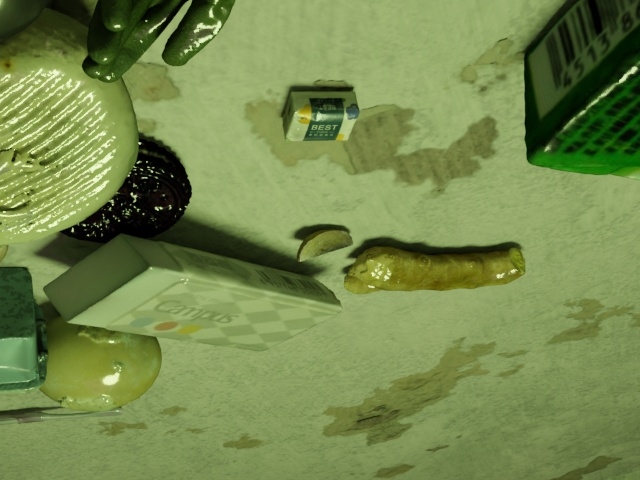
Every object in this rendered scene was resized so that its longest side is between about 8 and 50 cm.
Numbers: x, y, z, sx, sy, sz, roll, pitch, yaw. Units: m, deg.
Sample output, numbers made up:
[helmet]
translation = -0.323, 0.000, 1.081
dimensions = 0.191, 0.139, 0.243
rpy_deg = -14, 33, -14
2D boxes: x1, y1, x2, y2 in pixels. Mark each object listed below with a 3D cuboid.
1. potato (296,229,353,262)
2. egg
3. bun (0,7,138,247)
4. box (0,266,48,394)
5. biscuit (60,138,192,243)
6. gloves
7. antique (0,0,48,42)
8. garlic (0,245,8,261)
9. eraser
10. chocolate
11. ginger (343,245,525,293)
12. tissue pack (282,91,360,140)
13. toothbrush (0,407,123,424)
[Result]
[potato]
translation = -0.001, -0.001, 1.513
dimensions = 0.093, 0.036, 0.037
rpy_deg = -17, 117, -27
[egg]
translation = -0.341, 0.176, 1.558
dimensions = 0.201, 0.164, 0.164
rpy_deg = 1, 147, -12
[bun]
translation = -0.325, -0.122, 1.067
dimensions = 0.273, 0.168, 0.273
rpy_deg = -18, 142, -15
[box]
translation = -0.493, 0.128, 1.427
dimensions = 0.227, 0.162, 0.130
rpy_deg = 0, 137, -19
[biscuit]
translation = -0.258, -0.059, 1.299
dimensions = 0.194, 0.053, 0.194
rpy_deg = -10, 149, -6
[gloves]
translation = -0.131, -0.254, 0.954
dimensions = 0.135, 0.107, 0.268
rpy_deg = 36, 105, -25
[antique]
translation = -0.347, -0.264, 0.813
dimensions = 0.255, 0.185, 0.322
rpy_deg = -14, 147, 14
[garlic]
translation = -0.452, -0.017, 1.256
dimensions = 0.147, 0.102, 0.159
rpy_deg = 30, 119, -31
[eraser]
translation = -0.172, 0.083, 1.484
dimensions = 0.213, 0.082, 0.397
rpy_deg = -30, 153, 29
[chocolate]
translation = 0.452, -0.218, 1.186
dimensions = 0.341, 0.161, 0.360
rpy_deg = 8, 145, -30
[ginger]
translation = 0.186, 0.047, 1.619
dimensions = 0.298, 0.065, 0.118
rpy_deg = -1, 161, -16
[tissue pack]
translation = -0.001, -0.150, 1.252
dimensions = 0.083, 0.042, 0.062
rpy_deg = -1, 150, -17
[toothbrush]
translation = -0.532, 0.312, 1.841
dimensions = 0.354, 0.029, 0.024
rpy_deg = -4, 146, -10
